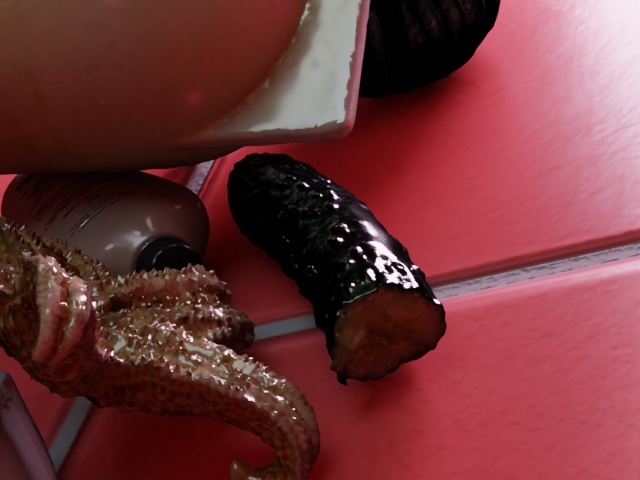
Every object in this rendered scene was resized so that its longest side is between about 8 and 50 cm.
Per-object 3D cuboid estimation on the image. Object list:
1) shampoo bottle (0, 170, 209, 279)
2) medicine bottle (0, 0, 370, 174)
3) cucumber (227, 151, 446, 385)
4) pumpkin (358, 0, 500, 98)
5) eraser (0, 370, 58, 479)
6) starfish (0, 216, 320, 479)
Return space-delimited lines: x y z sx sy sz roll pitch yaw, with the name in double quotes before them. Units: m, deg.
"shampoo bottle" -0.154 -0.004 1.142 0.127 0.078 0.257 -31 24 -19
"medicine bottle" -0.153 -0.165 1.117 0.406 0.235 0.235 -1 35 23
"cucumber" 0.000 0.000 1.013 0.081 0.072 0.303 -28 27 -4
"pumpkin" 0.044 -0.187 1.241 0.194 0.150 0.194 -24 5 2
"eraser" -0.336 0.228 0.879 0.397 0.082 0.213 -24 25 2
"starfish" -0.152 0.050 0.883 0.303 0.113 0.312 13 5 -15
